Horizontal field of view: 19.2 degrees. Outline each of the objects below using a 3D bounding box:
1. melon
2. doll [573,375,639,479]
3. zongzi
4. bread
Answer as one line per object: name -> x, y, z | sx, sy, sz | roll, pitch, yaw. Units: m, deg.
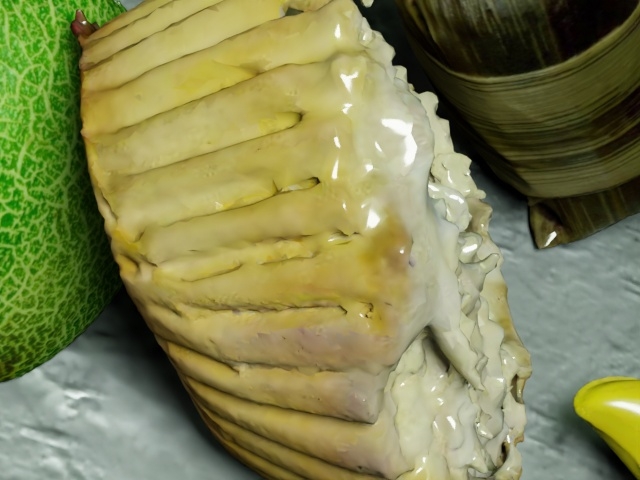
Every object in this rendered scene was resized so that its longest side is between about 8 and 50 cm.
melon -> -0.179, -0.034, 0.830 | 0.265, 0.129, 0.169 | 4, 65, -18
doll -> 0.169, 0.181, 0.844 | 0.252, 0.111, 0.237 | 34, 59, -10
zongzi -> 0.092, -0.180, 0.934 | 0.134, 0.286, 0.288 | -17, 59, 11
bread -> 0.000, 0.000, 0.815 | 0.149, 0.274, 0.274 | -16, 65, 10
